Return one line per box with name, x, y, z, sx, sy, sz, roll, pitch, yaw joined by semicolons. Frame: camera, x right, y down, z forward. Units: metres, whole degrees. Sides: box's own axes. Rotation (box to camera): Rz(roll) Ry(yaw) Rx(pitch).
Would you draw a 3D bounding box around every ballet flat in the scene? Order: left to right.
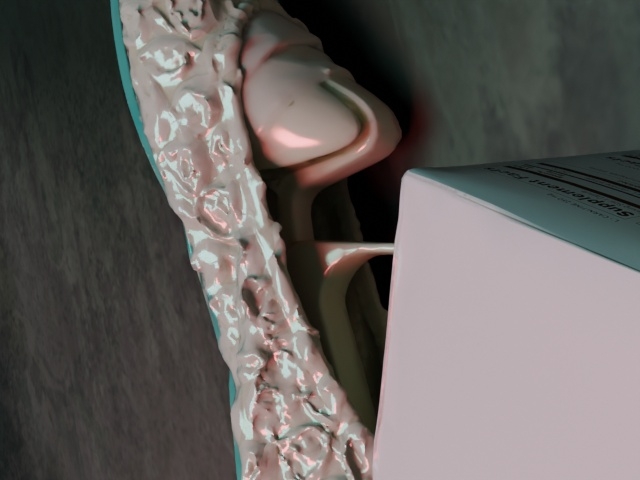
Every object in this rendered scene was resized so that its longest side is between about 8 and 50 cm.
ballet flat;0.000;0.000;0.721;0.147;0.147;0.408;-29;74;56

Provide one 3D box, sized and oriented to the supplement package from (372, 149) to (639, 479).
supplement package;0.140;0.079;0.410;0.149;0.203;0.194;29;120;53
